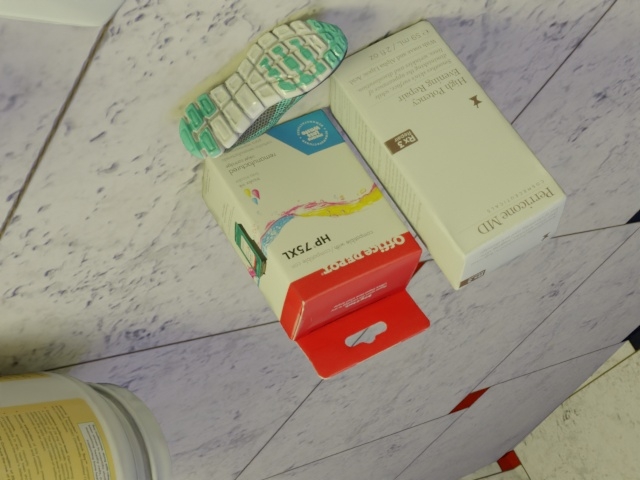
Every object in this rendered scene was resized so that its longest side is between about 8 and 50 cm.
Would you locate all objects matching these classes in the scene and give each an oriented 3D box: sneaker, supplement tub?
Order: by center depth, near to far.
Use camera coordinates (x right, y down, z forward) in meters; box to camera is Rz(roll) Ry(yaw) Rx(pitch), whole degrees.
[{"bbox_3d":[-0.047,-0.131,0.954,0.166,0.065,0.076,-34,173,7],"label":"sneaker"},{"bbox_3d":[-0.333,0.255,1.070,0.241,0.241,0.331,-47,153,26],"label":"supplement tub"}]

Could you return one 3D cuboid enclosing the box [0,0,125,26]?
[{"bbox_3d":[-0.085,-0.276,0.380,0.345,0.215,0.168,-45,168,22],"label":"box"}]

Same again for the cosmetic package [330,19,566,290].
[{"bbox_3d":[0.114,-0.083,1.021,0.117,0.231,0.085,-30,156,-12],"label":"cosmetic package"}]

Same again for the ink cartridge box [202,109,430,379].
[{"bbox_3d":[0.000,0.000,1.030,0.134,0.231,0.078,-24,155,-23],"label":"ink cartridge box"}]
